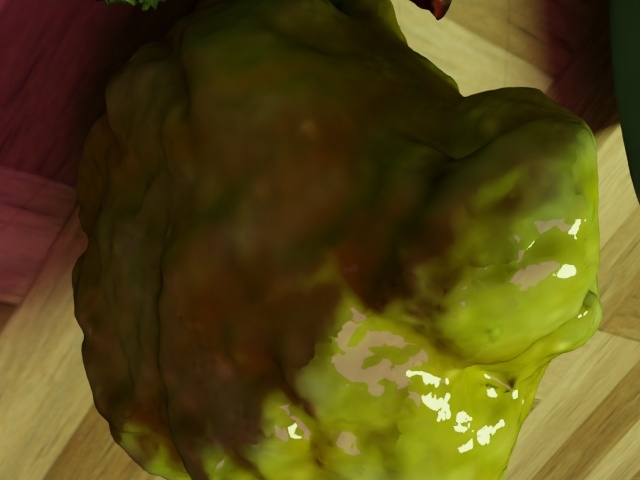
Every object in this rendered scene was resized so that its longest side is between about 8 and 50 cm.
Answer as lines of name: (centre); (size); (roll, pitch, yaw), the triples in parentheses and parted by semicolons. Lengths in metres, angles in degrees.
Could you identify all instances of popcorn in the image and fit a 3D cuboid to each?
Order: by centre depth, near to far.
popcorn: (-0.008, 0.009, 0.614); (0.293, 0.334, 0.292); (-50, 157, -21)

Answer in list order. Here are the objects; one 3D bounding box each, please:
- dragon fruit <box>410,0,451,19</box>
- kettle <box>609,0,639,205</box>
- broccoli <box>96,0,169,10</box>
dragon fruit: (0.074, -0.218, 0.589); (0.122, 0.192, 0.092); (0, 171, 21)
kettle: (0.343, -0.203, 0.761); (0.319, 0.247, 0.342); (-54, 136, -26)
broccoli: (-0.052, -0.227, 0.437); (0.308, 0.275, 0.308); (-45, 158, -24)
